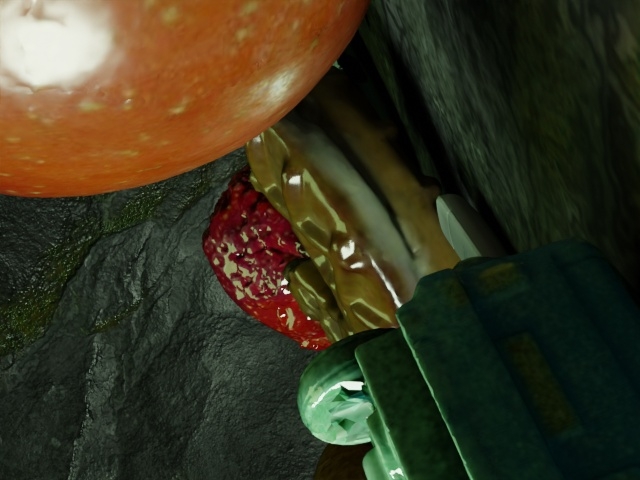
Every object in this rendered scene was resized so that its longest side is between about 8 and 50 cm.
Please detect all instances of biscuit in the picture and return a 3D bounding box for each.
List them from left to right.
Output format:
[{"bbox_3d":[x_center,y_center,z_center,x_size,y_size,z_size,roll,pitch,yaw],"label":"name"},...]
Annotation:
[{"bbox_3d":[0.043,0.020,0.810,0.268,0.115,0.366,49,168,34],"label":"biscuit"}]

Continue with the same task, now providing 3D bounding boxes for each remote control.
[{"bbox_3d":[0.035,-0.154,0.920,0.097,0.045,0.256,77,175,-67],"label":"remote control"},{"bbox_3d":[0.128,0.041,0.592,0.184,0.027,0.050,62,177,37],"label":"remote control"}]

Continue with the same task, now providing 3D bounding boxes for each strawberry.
[{"bbox_3d":[0.000,0.000,1.119,0.220,0.274,0.274,-15,98,58],"label":"strawberry"}]

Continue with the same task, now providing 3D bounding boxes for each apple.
[{"bbox_3d":[-0.121,-0.195,0.428,0.348,0.276,0.349,55,160,30],"label":"apple"}]

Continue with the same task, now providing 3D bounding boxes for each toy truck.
[{"bbox_3d":[0.095,0.134,0.412,0.279,0.156,0.155,68,180,-50],"label":"toy truck"}]

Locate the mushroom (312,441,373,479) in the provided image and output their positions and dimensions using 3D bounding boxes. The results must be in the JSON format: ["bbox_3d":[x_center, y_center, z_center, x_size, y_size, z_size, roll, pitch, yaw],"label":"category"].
[{"bbox_3d":[0.099,0.304,0.751,0.345,0.259,0.345,50,-171,-11],"label":"mushroom"}]
